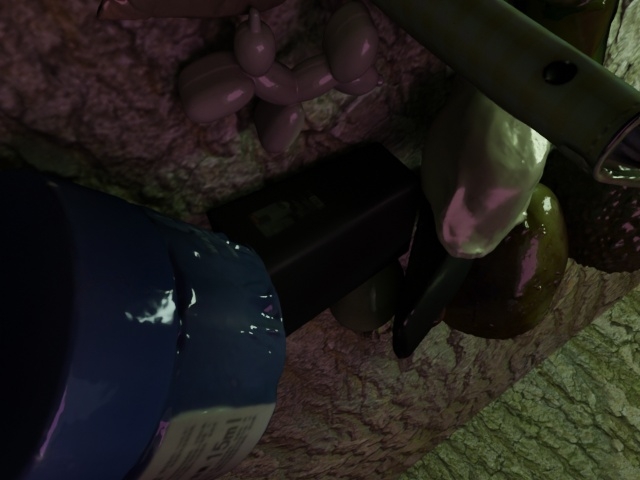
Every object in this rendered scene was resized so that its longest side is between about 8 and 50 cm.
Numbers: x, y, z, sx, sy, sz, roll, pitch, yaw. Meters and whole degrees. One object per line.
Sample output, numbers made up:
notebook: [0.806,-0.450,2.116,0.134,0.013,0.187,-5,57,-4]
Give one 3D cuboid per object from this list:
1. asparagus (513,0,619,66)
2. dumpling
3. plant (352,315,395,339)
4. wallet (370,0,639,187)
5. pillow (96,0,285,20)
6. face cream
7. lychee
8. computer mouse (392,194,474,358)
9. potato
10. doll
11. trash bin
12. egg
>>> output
asparagus: [0.302,-0.222,0.679,0.108,0.129,0.382,-9,152,17]
dumpling: [0.197,-0.092,0.639,0.162,0.250,0.132,22,161,-18]
plant: [0.077,0.103,0.905,0.122,0.104,0.117,29,72,-27]
wallet: [0.144,-0.153,0.429,0.223,0.310,0.077,6,130,-49]
pillow: [-0.052,-0.267,0.326,0.173,0.067,0.270,-19,143,-37]
face cream: [-0.183,0.090,0.457,0.249,0.249,0.225,-47,148,12]
lychee: [0.494,-0.071,0.913,0.255,0.255,0.274,-46,163,11]
computer mouse: [0.170,0.028,0.755,0.168,0.087,0.295,66,40,-65]
potato: [0.302,0.040,0.919,0.173,0.210,0.308,-37,147,-46]
doll: [-0.021,-0.144,0.473,0.160,0.059,0.161,-32,153,31]
trash bin: [0.000,0.000,0.653,0.225,0.115,0.165,-28,146,-19]
egg: [0.066,0.068,0.792,0.114,0.114,0.152,-16,143,-31]
